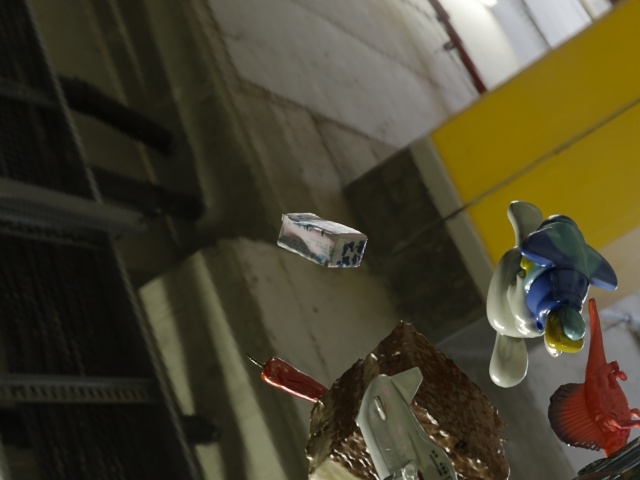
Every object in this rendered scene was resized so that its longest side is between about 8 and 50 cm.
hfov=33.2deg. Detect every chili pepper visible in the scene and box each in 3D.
[{"bbox_3d":[-0.063,0.338,2.568,0.272,0.063,0.071,27,-148,8],"label":"chili pepper"}]

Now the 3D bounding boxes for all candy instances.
[{"bbox_3d":[0.000,0.000,2.088,0.160,0.073,0.092,22,-166,39],"label":"candy"}]

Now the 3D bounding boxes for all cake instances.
[{"bbox_3d":[0.140,0.347,1.879,0.282,0.290,0.255,44,-160,-14],"label":"cake"}]

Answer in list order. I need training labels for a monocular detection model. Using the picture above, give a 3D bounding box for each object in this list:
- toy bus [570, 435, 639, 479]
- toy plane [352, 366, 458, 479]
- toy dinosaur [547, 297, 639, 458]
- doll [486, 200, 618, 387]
[{"bbox_3d":[0.458,0.326,1.428,0.275,0.167,0.138,-25,-98,-24],"label":"toy bus"},{"bbox_3d":[0.129,0.316,1.578,0.252,0.118,0.252,-20,-90,-84],"label":"toy plane"},{"bbox_3d":[0.426,0.241,1.734,0.070,0.139,0.286,45,-153,-56],"label":"toy dinosaur"},{"bbox_3d":[0.438,0.086,2.079,0.365,0.187,0.376,149,112,-74],"label":"doll"}]
